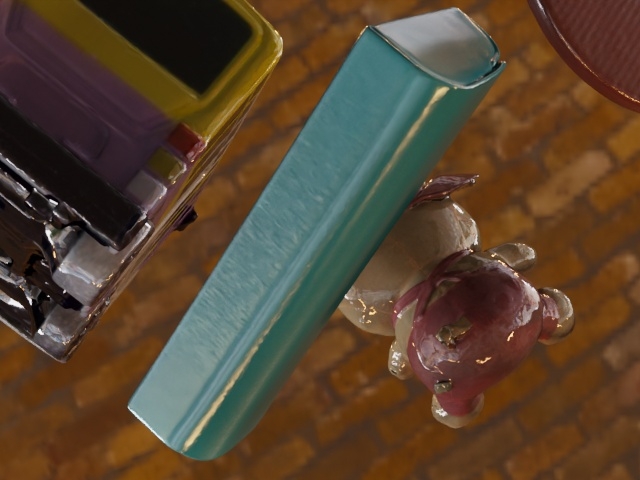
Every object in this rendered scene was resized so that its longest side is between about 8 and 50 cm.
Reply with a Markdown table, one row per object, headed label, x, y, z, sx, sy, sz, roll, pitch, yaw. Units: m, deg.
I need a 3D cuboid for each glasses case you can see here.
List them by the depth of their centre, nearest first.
| label | x | y | z | sx | sy | sz | roll | pitch | yaw |
| --- | --- | --- | --- | --- | --- | --- | --- | --- | --- |
| glasses case | 0.001 | 0.000 | 1.146 | 0.070 | 0.301 | 0.117 | 40 | -151 | 15 |

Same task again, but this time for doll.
| label | x | y | z | sx | sy | sz | roll | pitch | yaw |
| --- | --- | --- | --- | --- | --- | --- | --- | --- | --- |
| doll | 0.099 | 0.033 | 1.766 | 0.196 | 0.152 | 0.256 | -29 | -118 | -30 |

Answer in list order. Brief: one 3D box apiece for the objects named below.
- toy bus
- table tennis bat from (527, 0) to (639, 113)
| label | x | y | z | sx | sy | sz | roll | pitch | yaw |
| --- | --- | --- | --- | --- | --- | --- | --- | --- | --- |
| toy bus | -0.197 | -0.076 | 1.494 | 0.209 | 0.440 | 0.249 | 38 | -110 | 0 |
| table tennis bat | 0.186 | -0.206 | 1.190 | 0.200 | 0.310 | 0.038 | -57 | -160 | -20 |
